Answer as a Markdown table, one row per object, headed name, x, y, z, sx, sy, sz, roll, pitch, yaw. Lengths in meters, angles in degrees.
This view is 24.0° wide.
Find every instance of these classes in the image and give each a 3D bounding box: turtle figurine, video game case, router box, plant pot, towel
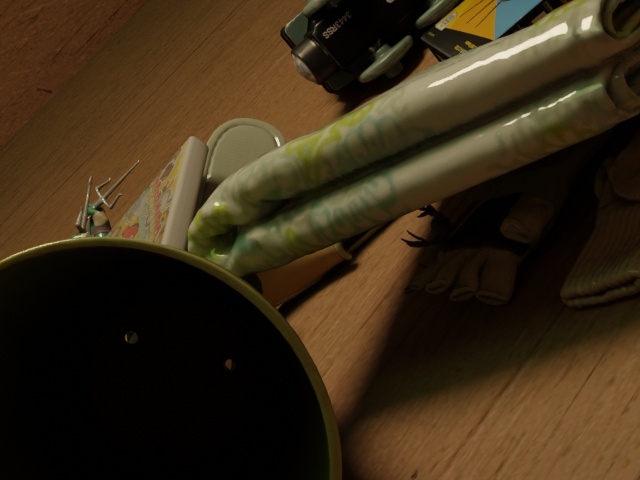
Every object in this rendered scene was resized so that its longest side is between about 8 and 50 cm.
| name | x | y | z | sx | sy | sz | roll | pitch | yaw |
| --- | --- | --- | --- | --- | --- | --- | --- | --- | --- |
| turtle figurine | -0.241 | 0.024 | 1.669 | 0.234 | 0.118 | 0.175 | -57 | 4 | -1 |
| video game case | -0.180 | 0.030 | 1.362 | 0.206 | 0.026 | 0.227 | -47 | 18 | 25 |
| router box | 0.180 | -0.212 | 1.473 | 0.133 | 0.046 | 0.179 | -40 | 18 | 3 |
| plant pot | -0.117 | 0.122 | 1.026 | 0.275 | 0.275 | 0.293 | -39 | 2 | 5 |
| towel | 0.121 | -0.101 | 1.076 | 0.374 | 0.090 | 0.320 | -23 | 3 | 39 |

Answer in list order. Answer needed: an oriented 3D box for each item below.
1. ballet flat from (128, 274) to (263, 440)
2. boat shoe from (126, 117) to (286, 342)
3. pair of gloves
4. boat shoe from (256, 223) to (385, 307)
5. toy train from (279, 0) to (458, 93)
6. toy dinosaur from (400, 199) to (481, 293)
| name | x | y | z | sx | sy | sz | roll | pitch | yaw |
| --- | --- | --- | --- | --- | --- | --- | --- | --- | --- |
| ballet flat | -0.142 | 0.140 | 1.257 | 0.280 | 0.095 | 0.096 | -48 | 26 | 12 |
| boat shoe | -0.099 | 0.023 | 1.429 | 0.091 | 0.114 | 0.302 | 96 | -164 | -55 |
| pair of gloves | 0.184 | -0.033 | 1.059 | 0.204 | 0.042 | 0.240 | -50 | 21 | -26 |
| boat shoe | 0.000 | 0.000 | 1.325 | 0.190 | 0.068 | 0.072 | -44 | 30 | -9 |
| toy train | 0.094 | -0.299 | 1.721 | 0.334 | 0.142 | 0.190 | -43 | 9 | -5 |
| toy dinosaur | 0.095 | 0.003 | 1.162 | 0.090 | 0.047 | 0.082 | -27 | 39 | 7 |
